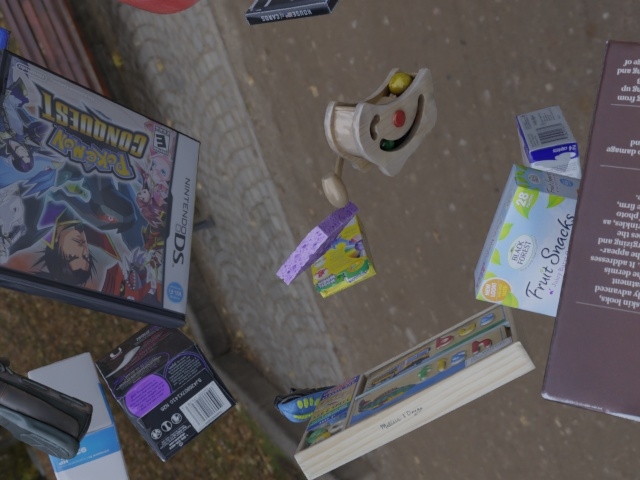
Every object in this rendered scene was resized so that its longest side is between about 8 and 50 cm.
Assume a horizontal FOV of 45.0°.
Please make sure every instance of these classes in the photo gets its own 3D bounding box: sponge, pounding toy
[{"bbox_3d":[0.000,0.000,1.358,0.031,0.117,0.210,41,-157,5],"label":"sponge"},{"bbox_3d":[0.067,-0.199,1.323,0.155,0.269,0.154,13,146,43],"label":"pounding toy"}]

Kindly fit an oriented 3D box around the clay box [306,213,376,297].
[{"bbox_3d":[0.044,0.036,1.673,0.053,0.127,0.222,58,-167,-33],"label":"clay box"}]

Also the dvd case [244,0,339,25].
[{"bbox_3d":[-0.015,-0.486,1.421,0.179,0.238,0.029,3,139,33],"label":"dvd case"}]

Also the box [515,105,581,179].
[{"bbox_3d":[0.357,-0.118,1.202,0.126,0.072,0.137,-85,-21,-55],"label":"box"}]

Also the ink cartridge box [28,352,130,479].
[{"bbox_3d":[-0.467,0.418,1.535,0.223,0.129,0.307,47,148,48],"label":"ink cartridge box"}]

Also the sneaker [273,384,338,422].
[{"bbox_3d":[-0.020,0.315,1.535,0.078,0.188,0.067,19,99,36],"label":"sneaker"}]

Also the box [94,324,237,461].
[{"bbox_3d":[-0.290,0.260,1.414,0.143,0.165,0.270,59,163,-18],"label":"box"}]

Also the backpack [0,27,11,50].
[{"bbox_3d":[-0.628,-0.374,1.420,0.120,0.101,0.098,-144,62,-73],"label":"backpack"}]

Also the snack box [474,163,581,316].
[{"bbox_3d":[0.319,0.013,0.978,0.070,0.207,0.174,-74,-4,-58],"label":"snack box"}]

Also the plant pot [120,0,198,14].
[{"bbox_3d":[-0.345,-0.546,1.365,0.275,0.243,0.275,6,104,25],"label":"plant pot"}]

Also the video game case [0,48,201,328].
[{"bbox_3d":[-0.257,-0.048,0.874,0.035,0.275,0.248,-16,63,39],"label":"video game case"}]

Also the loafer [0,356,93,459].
[{"bbox_3d":[-0.437,0.204,1.063,0.267,0.084,0.096,41,140,-23],"label":"loafer"}]

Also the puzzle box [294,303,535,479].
[{"bbox_3d":[0.161,0.242,1.313,0.052,0.409,0.272,59,-167,-3],"label":"puzzle box"}]

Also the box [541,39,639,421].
[{"bbox_3d":[0.364,-0.001,0.798,0.191,0.381,0.143,10,172,24],"label":"box"}]
